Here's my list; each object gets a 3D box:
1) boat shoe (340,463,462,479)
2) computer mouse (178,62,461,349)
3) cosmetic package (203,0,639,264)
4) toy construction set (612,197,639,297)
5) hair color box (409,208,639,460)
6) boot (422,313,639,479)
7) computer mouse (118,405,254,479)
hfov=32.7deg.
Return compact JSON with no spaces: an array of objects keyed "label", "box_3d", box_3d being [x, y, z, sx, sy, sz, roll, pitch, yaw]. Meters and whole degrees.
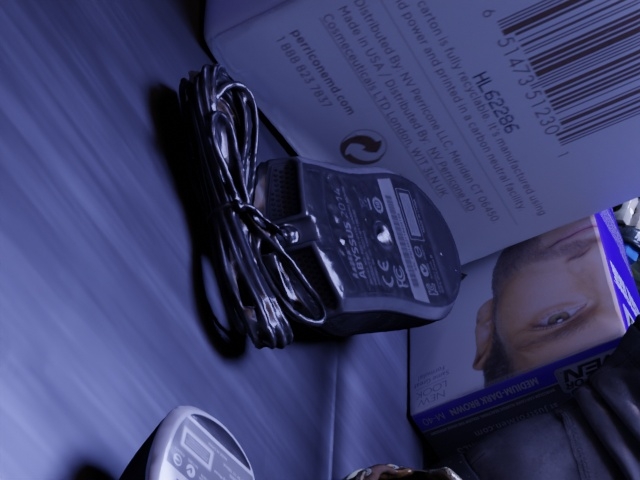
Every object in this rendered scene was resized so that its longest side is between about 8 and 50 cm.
[{"label":"boat shoe","box_3d":[0.046,0.168,0.610,0.257,0.095,0.095,17,52,-66]},{"label":"computer mouse","box_3d":[0.000,0.000,0.745,0.272,0.072,0.188,13,56,-52]},{"label":"cosmetic package","box_3d":[0.124,-0.242,0.953,0.329,0.327,0.394,50,25,-40]},{"label":"toy construction set","box_3d":[0.317,0.011,1.257,0.327,0.215,0.151,20,82,-39]},{"label":"hair color box","box_3d":[0.182,0.047,0.984,0.110,0.185,0.339,55,21,-28]},{"label":"boot","box_3d":[0.241,0.230,0.823,0.338,0.222,0.118,57,-1,-35]},{"label":"computer mouse","box_3d":[-0.066,0.151,0.422,0.106,0.042,0.193,50,30,-29]}]
